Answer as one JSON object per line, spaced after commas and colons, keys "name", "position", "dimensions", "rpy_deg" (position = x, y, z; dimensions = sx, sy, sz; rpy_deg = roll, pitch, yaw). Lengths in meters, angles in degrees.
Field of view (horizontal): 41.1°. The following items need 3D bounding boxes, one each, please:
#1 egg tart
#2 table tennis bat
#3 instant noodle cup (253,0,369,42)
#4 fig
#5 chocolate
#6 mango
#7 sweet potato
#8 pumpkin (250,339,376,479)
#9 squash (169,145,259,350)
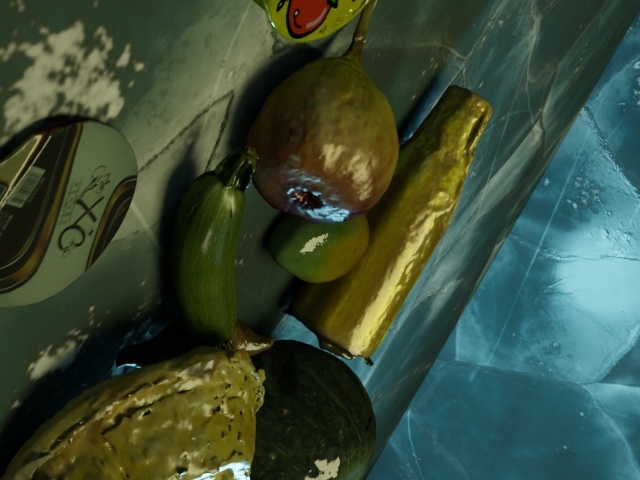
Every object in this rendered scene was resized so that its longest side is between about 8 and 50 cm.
{"name": "egg tart", "position": [-0.186, 0.260, 0.956], "dimensions": [0.345, 0.132, 0.345], "rpy_deg": [-32, 156, -16]}
{"name": "table tennis bat", "position": [-0.230, -0.028, 0.642], "dimensions": [0.173, 0.022, 0.301], "rpy_deg": [-56, 164, 1]}
{"name": "instant noodle cup", "position": [-0.029, -0.247, 0.568], "dimensions": [0.182, 0.144, 0.182], "rpy_deg": [-46, 160, -22]}
{"name": "fig", "position": [0.016, -0.149, 0.906], "dimensions": [0.159, 0.159, 0.257], "rpy_deg": [69, 38, -68]}
{"name": "chocolate", "position": [0.126, -0.029, 1.311], "dimensions": [0.445, 0.162, 0.162], "rpy_deg": [-58, 162, 3]}
{"name": "mango", "position": [0.000, 0.000, 1.170], "dimensions": [0.194, 0.092, 0.130], "rpy_deg": [-10, 135, -53]}
{"name": "sweet potato", "position": [-0.151, 0.114, 1.032], "dimensions": [0.249, 0.059, 0.069], "rpy_deg": [2, 86, -55]}
{"name": "pumpkin", "position": [-0.060, 0.299, 1.267], "dimensions": [0.291, 0.257, 0.327], "rpy_deg": [-53, 158, 13]}
{"name": "squash", "position": [-0.120, 0.021, 0.905], "dimensions": [0.080, 0.071, 0.318], "rpy_deg": [-2, 138, -13]}
